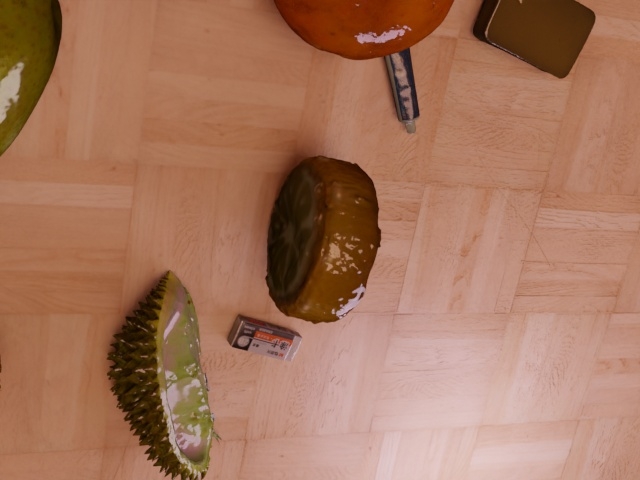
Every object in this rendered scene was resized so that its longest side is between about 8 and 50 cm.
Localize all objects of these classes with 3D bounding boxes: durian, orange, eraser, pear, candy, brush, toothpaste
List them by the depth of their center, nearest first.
[{"bbox_3d":[-0.452,-0.261,1.154,0.318,0.238,0.342,-36,122,4],"label":"pear"},{"bbox_3d":[0.064,-0.391,1.329,0.284,0.226,0.283,-8,120,-15],"label":"orange"},{"bbox_3d":[0.000,0.000,1.452,0.118,0.260,0.259,10,108,-21],"label":"candy"},{"bbox_3d":[-0.236,0.245,1.517,0.169,0.157,0.355,-27,122,-30],"label":"durian"},{"bbox_3d":[0.130,-0.263,1.522,0.057,0.035,0.197,-24,117,-22],"label":"toothpaste"},{"bbox_3d":[0.350,-0.357,1.563,0.197,0.059,0.123,19,100,-30],"label":"brush"},{"bbox_3d":[-0.094,0.167,1.613,0.122,0.029,0.052,20,103,-28],"label":"eraser"}]
